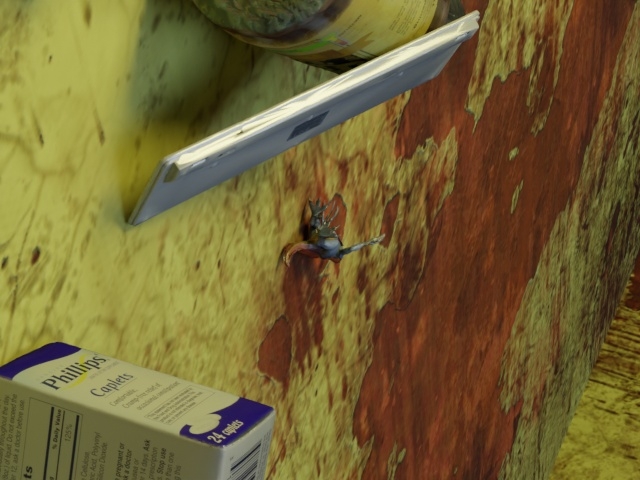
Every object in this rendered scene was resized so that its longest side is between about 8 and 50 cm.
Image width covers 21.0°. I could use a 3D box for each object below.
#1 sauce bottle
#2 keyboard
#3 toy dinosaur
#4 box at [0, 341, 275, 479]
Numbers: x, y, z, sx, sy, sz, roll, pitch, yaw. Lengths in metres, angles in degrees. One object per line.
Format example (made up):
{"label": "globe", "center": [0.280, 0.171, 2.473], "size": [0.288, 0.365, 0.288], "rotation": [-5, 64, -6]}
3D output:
{"label": "sauce bottle", "center": [0.020, -0.157, 1.075], "size": [0.344, 0.111, 0.111], "rotation": [5, 100, -70]}
{"label": "keyboard", "center": [-0.005, -0.076, 1.035], "size": [0.256, 0.014, 0.072], "rotation": [-28, 171, -34]}
{"label": "toy dinosaur", "center": [0.000, 0.000, 1.303], "size": [0.090, 0.047, 0.082], "rotation": [-30, 155, -16]}
{"label": "box", "center": [-0.106, 0.134, 0.908], "size": [0.072, 0.137, 0.126], "rotation": [-34, 137, -65]}
